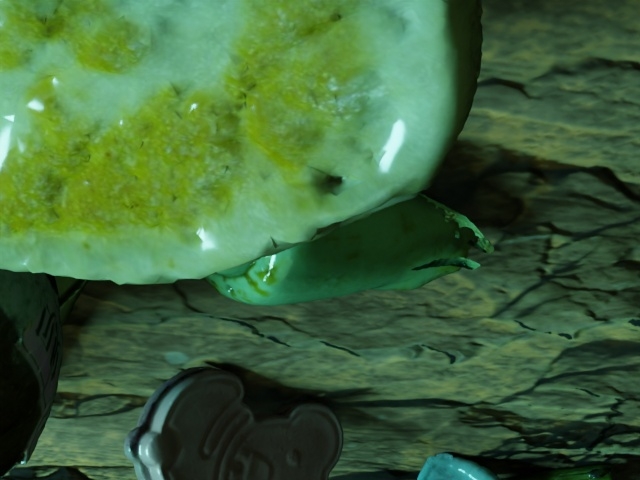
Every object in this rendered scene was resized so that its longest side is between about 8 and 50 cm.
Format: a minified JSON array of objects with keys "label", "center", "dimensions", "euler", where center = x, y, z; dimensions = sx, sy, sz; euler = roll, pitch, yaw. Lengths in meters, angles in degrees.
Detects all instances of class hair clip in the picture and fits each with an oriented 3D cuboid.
[{"label":"hair clip","center":[-0.055,0.144,1.150],"dimensions":[0.102,0.123,0.138],"euler":[14,161,22]}]

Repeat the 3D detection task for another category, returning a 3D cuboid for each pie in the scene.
[{"label":"pie","center":[-0.101,-0.104,0.655],"dimensions":[0.339,0.077,0.339],"euler":[0,136,0]}]

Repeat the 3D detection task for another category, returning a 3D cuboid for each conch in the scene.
[{"label":"conch","center":[0.000,0.000,0.918],"dimensions":[0.170,0.079,0.106],"euler":[11,166,-30]}]

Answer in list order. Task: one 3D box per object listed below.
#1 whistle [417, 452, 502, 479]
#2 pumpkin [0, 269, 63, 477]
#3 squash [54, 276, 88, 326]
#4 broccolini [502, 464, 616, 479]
[{"label":"whistle","center":[0.122,0.250,1.231],"dimensions":[0.274,0.186,0.093],"euler":[8,148,13]},{"label":"pumpkin","center":[-0.263,0.052,0.872],"dimensions":[0.260,0.189,0.260],"euler":[5,137,5]},{"label":"squash","center":[-0.237,0.065,1.008],"dimensions":[0.169,0.093,0.252],"euler":[-35,172,-33]},{"label":"broccolini","center":[0.140,0.229,1.359],"dimensions":[0.123,0.062,0.271],"euler":[12,149,-38]}]
